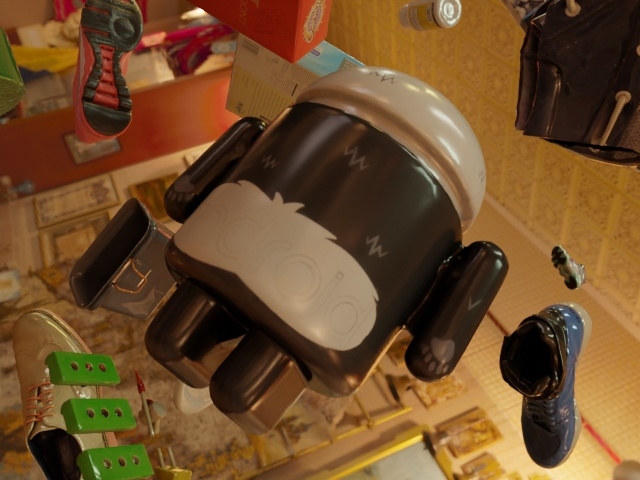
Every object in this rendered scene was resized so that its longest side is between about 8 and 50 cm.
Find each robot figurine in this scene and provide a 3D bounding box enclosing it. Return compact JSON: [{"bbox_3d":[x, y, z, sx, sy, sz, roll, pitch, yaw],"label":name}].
[{"bbox_3d":[0.002,0.002,0.481,0.209,0.278,0.174,43,-18,-17],"label":"robot figurine"}]

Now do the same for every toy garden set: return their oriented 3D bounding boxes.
[{"bbox_3d":[-0.263,0.273,0.874,0.244,0.049,0.204,61,14,23],"label":"toy garden set"}]

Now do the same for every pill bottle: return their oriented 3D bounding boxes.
[{"bbox_3d":[0.201,-0.426,1.219,0.116,0.065,0.065,18,-52,55],"label":"pill bottle"}]

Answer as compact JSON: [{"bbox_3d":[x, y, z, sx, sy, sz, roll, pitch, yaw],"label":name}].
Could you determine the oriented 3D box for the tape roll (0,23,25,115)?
[{"bbox_3d":[-0.502,-0.164,0.714,0.321,0.321,0.077,-177,-110,-75],"label":"tape roll"}]

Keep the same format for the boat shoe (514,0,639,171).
[{"bbox_3d":[0.277,-0.230,0.574,0.127,0.158,0.340,-73,171,-74],"label":"boat shoe"}]

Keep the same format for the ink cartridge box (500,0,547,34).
[{"bbox_3d":[0.519,-0.560,1.448,0.206,0.208,0.045,58,4,13],"label":"ink cartridge box"}]

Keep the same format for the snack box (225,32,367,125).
[{"bbox_3d":[-0.055,-0.250,1.086,0.187,0.060,0.322,29,-14,-6],"label":"snack box"}]

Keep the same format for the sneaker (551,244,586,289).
[{"bbox_3d":[0.521,0.051,1.355,0.038,0.069,0.098,-27,-99,48],"label":"sneaker"}]

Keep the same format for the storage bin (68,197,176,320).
[{"bbox_3d":[-0.220,0.034,0.789,0.091,0.135,0.098,34,8,-43],"label":"storage bin"}]

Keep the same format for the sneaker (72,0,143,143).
[{"bbox_3d":[-0.422,-0.329,1.225,0.136,0.116,0.313,-15,-112,50],"label":"sneaker"}]

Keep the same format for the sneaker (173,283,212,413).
[{"bbox_3d":[-0.183,0.121,1.042,0.147,0.295,0.105,10,-16,41],"label":"sneaker"}]

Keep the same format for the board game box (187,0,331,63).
[{"bbox_3d":[-0.122,-0.352,0.635,0.317,0.064,0.242,33,-32,14],"label":"board game box"}]

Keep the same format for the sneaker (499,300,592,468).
[{"bbox_3d":[0.184,0.130,0.553,0.058,0.085,0.152,20,-71,44],"label":"sneaker"}]

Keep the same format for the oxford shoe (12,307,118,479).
[{"bbox_3d":[-0.497,0.308,1.234,0.396,0.141,0.146,62,3,10],"label":"oxford shoe"}]
